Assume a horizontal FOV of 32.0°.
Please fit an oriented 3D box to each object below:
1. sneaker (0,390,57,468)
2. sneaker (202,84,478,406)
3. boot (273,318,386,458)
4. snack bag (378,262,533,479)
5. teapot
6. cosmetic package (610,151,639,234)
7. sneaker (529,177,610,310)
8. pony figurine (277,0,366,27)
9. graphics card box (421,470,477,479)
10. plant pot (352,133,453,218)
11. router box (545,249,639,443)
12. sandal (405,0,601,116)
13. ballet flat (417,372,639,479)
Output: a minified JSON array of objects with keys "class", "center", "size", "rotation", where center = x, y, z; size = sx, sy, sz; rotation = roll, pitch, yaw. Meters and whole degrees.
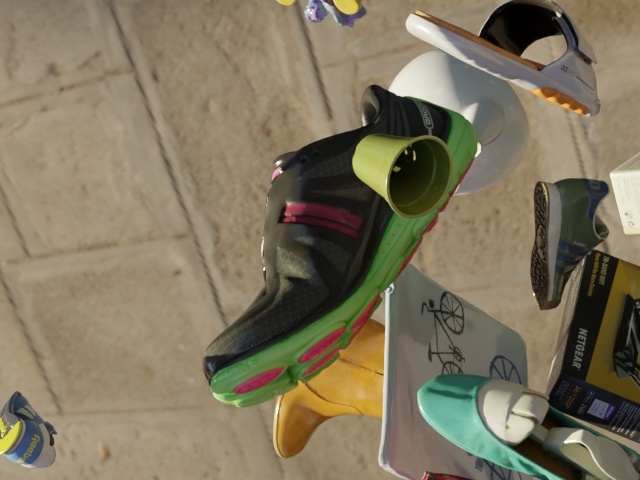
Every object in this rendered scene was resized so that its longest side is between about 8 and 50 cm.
[{"class":"sneaker","center":[-0.315,0.204,1.183],"size":[0.059,0.144,0.053],"rotation":[32,90,-22]},{"class":"sneaker","center":[0.000,0.000,1.339],"size":[0.202,0.482,0.185],"rotation":[34,150,7]},{"class":"boot","center":[0.045,0.275,1.919],"size":[0.211,0.104,0.295],"rotation":[22,99,32]},{"class":"snack bag","center":[0.183,0.218,1.501],"size":[0.037,0.323,0.343],"rotation":[-23,140,36]},{"class":"teapot","center":[0.182,-0.158,1.734],"size":[0.253,0.187,0.256],"rotation":[33,155,27]},{"class":"cosmetic package","center":[0.626,-0.091,1.713],"size":[0.309,0.160,0.113],"rotation":[0,112,48]},{"class":"sneaker","center":[0.295,0.004,1.300],"size":[0.086,0.064,0.192],"rotation":[-11,132,-4]},{"class":"pony figurine","center":[0.052,-0.487,1.689],"size":[0.351,0.363,0.303],"rotation":[44,141,-20]},{"class":"graphics card box","center":[0.273,0.355,1.050],"size":[0.371,0.233,0.094],"rotation":[27,92,40]},{"class":"plant pot","center":[0.074,-0.072,1.104],"size":[0.079,0.083,0.083],"rotation":[28,130,49]},{"class":"router box","center":[0.487,0.168,1.697],"size":[0.243,0.308,0.081],"rotation":[21,131,5]},{"class":"sandal","center":[0.177,-0.170,0.947],"size":[0.102,0.265,0.076],"rotation":[37,107,34]},{"class":"ballet flat","center":[0.214,0.184,1.059],"size":[0.247,0.083,0.087],"rotation":[30,142,-1]}]
